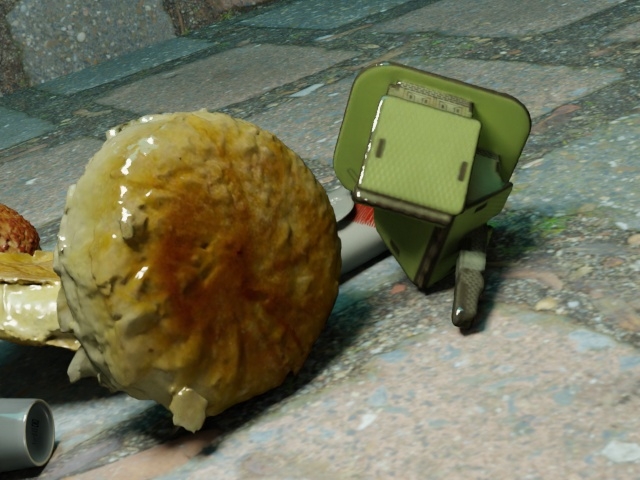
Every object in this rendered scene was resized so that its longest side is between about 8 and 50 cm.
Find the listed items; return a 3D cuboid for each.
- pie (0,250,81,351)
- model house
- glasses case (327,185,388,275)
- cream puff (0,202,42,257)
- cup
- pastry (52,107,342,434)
[{"bbox_3d":[-0.299,0.064,1.183,0.339,0.083,0.339,6,9,-1],"label":"pie"},{"bbox_3d":[0.105,-0.035,1.111,0.218,0.205,0.279,16,43,1],"label":"model house"},{"bbox_3d":[0.002,0.001,1.257,0.308,0.083,0.128,-29,25,-31],"label":"glasses case"},{"bbox_3d":[-0.533,0.019,1.461,0.240,0.164,0.240,-10,31,6],"label":"cream puff"},{"bbox_3d":[-0.315,0.198,1.012,0.077,0.078,0.100,-6,-8,10],"label":"cup"},{"bbox_3d":[-0.117,0.016,1.003,0.329,0.330,0.136,-31,18,-34],"label":"pastry"}]
